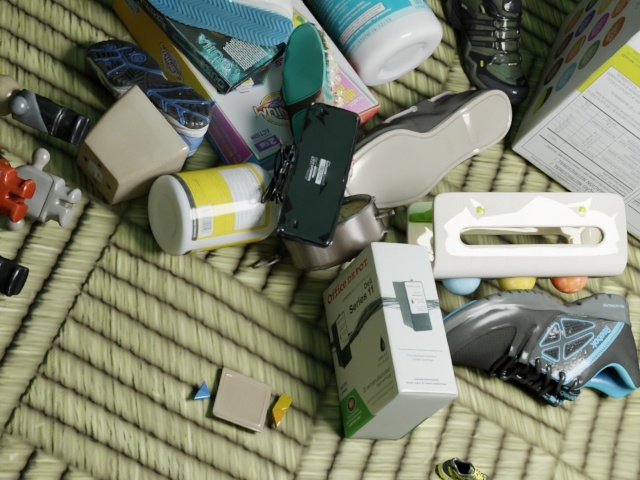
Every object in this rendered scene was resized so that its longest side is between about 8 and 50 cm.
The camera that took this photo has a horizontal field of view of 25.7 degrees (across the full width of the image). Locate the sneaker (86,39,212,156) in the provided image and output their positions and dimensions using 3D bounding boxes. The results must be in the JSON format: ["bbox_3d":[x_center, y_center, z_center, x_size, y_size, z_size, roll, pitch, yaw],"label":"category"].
[{"bbox_3d":[-0.232,-0.185,1.829,0.080,0.081,0.211,-30,61,-36],"label":"sneaker"}]

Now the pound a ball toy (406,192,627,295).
[{"bbox_3d":[0.277,0.011,1.946,0.319,0.208,0.135,0,85,-15],"label":"pound a ball toy"}]

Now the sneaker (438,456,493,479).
[{"bbox_3d":[0.191,0.301,1.783,0.083,0.035,0.031,23,54,-14],"label":"sneaker"}]

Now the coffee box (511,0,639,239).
[{"bbox_3d":[0.546,-0.231,2.102,0.338,0.334,0.337,34,51,-8],"label":"coffee box"}]

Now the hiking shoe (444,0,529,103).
[{"bbox_3d":[0.266,-0.318,2.145,0.086,0.114,0.227,-12,68,-32],"label":"hiking shoe"}]

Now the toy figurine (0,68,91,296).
[{"bbox_3d":[-0.372,-0.067,1.599,0.148,0.213,0.209,23,49,6],"label":"toy figurine"}]

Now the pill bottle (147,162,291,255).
[{"bbox_3d":[-0.118,-0.044,1.783,0.184,0.103,0.103,-11,67,-33],"label":"pill bottle"}]

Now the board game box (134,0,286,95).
[{"bbox_3d":[-0.148,-0.293,1.882,0.186,0.026,0.126,47,52,4],"label":"board game box"}]

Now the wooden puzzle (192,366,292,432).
[{"bbox_3d":[-0.095,0.196,1.710,0.116,0.014,0.078,28,48,-11],"label":"wooden puzzle"}]

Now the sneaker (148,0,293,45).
[{"bbox_3d":[-0.143,-0.335,1.846,0.229,0.087,0.092,21,47,-25],"label":"sneaker"}]

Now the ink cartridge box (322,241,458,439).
[{"bbox_3d":[0.083,0.125,1.758,0.087,0.153,0.208,6,58,-26],"label":"ink cartridge box"}]

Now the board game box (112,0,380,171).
[{"bbox_3d":[-0.101,-0.254,1.944,0.242,0.064,0.316,-28,77,-37],"label":"board game box"}]

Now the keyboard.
[{"bbox_3d":[-0.016,-0.085,1.773,0.100,0.038,0.192,18,68,-9],"label":"keyboard"}]

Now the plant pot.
[{"bbox_3d":[-0.243,-0.108,1.761,0.096,0.109,0.109,-38,83,-26],"label":"plant pot"}]

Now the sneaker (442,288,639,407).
[{"bbox_3d":[0.293,0.147,1.875,0.341,0.125,0.139,-1,64,-27],"label":"sneaker"}]

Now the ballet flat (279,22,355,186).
[{"bbox_3d":[-0.002,-0.171,1.865,0.077,0.091,0.241,26,53,-53],"label":"ballet flat"}]

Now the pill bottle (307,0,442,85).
[{"bbox_3d":[0.055,-0.367,2.042,0.146,0.146,0.264,-21,73,-35],"label":"pill bottle"}]

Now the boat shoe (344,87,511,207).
[{"bbox_3d":[0.131,-0.131,1.991,0.335,0.095,0.112,-27,113,-33],"label":"boat shoe"}]

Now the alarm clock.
[{"bbox_3d":[0.000,0.000,1.816,0.192,0.129,0.064,-22,105,-5],"label":"alarm clock"}]
